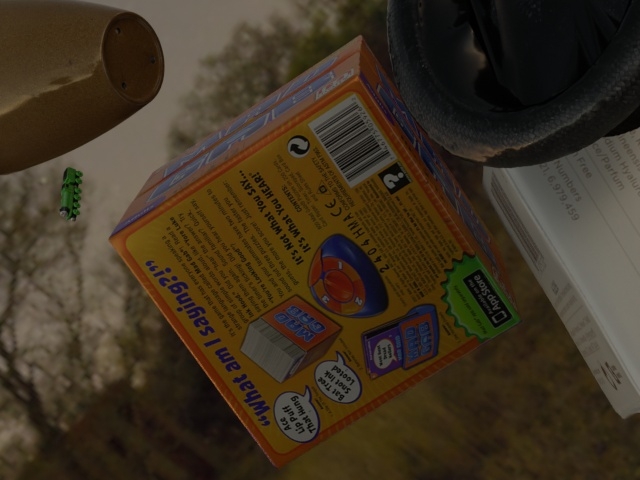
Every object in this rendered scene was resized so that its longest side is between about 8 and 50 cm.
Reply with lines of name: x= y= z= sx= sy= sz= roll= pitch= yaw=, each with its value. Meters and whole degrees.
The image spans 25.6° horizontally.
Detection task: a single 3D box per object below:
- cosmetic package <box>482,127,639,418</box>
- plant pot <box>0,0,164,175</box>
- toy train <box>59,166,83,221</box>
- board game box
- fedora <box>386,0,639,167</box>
cosmetic package: x=0.415 y=-0.049 z=1.478 sx=0.393 sy=0.327 sz=0.329 roll=-30 pitch=-10 yaw=2
plant pot: x=-0.332 y=-0.213 z=1.804 sx=0.254 sy=0.237 sz=0.237 roll=-5 pitch=31 yaw=33
toy train: x=-0.300 y=-0.056 z=1.689 sx=0.017 sy=0.023 sz=0.083 roll=-50 pitch=30 yaw=36
board game box: x=0.000 y=0.000 z=1.810 sx=0.356 sy=0.356 sz=0.356 roll=-32 pitch=12 yaw=10
fedora: x=0.205 y=-0.203 z=1.118 sx=0.152 sy=0.334 sz=0.334 roll=22 pitch=-67 yaw=-44
